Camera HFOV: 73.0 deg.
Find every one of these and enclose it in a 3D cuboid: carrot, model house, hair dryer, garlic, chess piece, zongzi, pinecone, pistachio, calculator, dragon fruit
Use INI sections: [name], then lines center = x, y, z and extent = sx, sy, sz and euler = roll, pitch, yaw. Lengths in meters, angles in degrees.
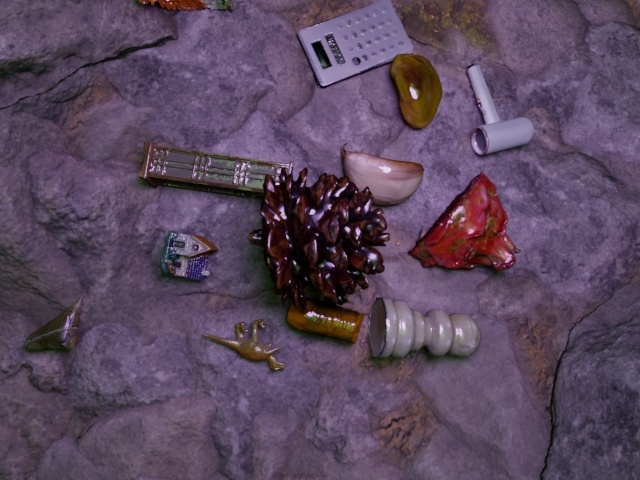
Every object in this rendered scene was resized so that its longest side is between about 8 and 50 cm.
[carrot]
center = 0.011, 0.177, 0.967
extent = 0.173, 0.082, 0.082
euler = 13, 83, 1
[model house]
center = -0.286, 0.037, 0.953
extent = 0.100, 0.088, 0.101
euler = 12, 87, -2
[hair dryer]
center = 0.420, -0.332, 1.070
extent = 0.131, 0.073, 0.236
euler = -15, 77, -8
[garlic]
center = 0.133, -0.151, 0.995
extent = 0.206, 0.115, 0.128
euler = 20, 89, 0
[chess piece]
center = 0.240, 0.204, 0.968
extent = 0.243, 0.133, 0.133
euler = 7, 84, -9
[zongzi]
center = -0.576, 0.180, 0.937
extent = 0.104, 0.052, 0.113
euler = -1, 71, 1
[pinecone]
center = 0.006, 0.001, 0.883
extent = 0.295, 0.242, 0.298
euler = -8, 103, -27
[pistachio]
center = 0.232, -0.365, 1.029
extent = 0.110, 0.100, 0.189
euler = -13, 84, -2
[calculator]
center = 0.084, -0.488, 1.069
extent = 0.261, 0.021, 0.161
euler = -24, 87, -7
[dragon fruit]
center = 0.366, -0.016, 0.992
extent = 0.211, 0.134, 0.262
euler = 39, 83, -3

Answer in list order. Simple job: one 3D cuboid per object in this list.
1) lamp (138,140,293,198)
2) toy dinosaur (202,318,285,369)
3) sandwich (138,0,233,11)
[lamp]
center = -0.227, -0.149, 0.976
extent = 0.325, 0.090, 0.089
euler = 8, 83, -5
[toy dinosaur]
center = -0.168, 0.246, 0.967
extent = 0.162, 0.039, 0.126
euler = -16, 87, -5
[sandwich]
center = -0.351, -0.659, 1.005
extent = 0.212, 0.109, 0.292
euler = -22, 87, -7
